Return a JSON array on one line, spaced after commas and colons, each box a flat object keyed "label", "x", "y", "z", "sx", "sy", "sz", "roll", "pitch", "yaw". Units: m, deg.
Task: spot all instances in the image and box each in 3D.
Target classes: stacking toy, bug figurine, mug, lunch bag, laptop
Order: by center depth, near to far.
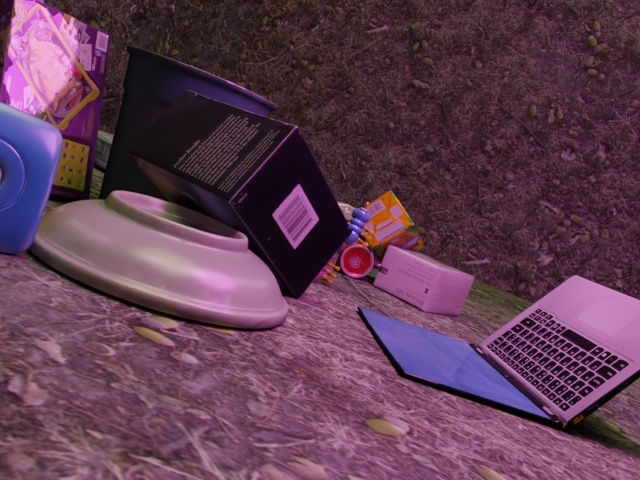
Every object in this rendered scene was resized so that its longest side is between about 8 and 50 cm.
[{"label": "stacking toy", "x": -0.484, "y": -0.095, "z": 0.856, "sx": 0.166, "sy": 0.175, "sz": 0.302, "roll": 20, "pitch": -6, "yaw": -42}, {"label": "laptop", "x": 0.324, "y": 0.134, "z": 1.128, "sx": 0.236, "sy": 0.408, "sz": 0.382, "roll": 54, "pitch": 0, "yaw": -11}, {"label": "bug figurine", "x": -0.027, "y": -0.026, "z": 1.436, "sx": 0.279, "sy": 0.216, "sz": 0.072, "roll": 23, "pitch": -6, "yaw": 2}, {"label": "mug", "x": 0.070, "y": 0.034, "z": 1.783, "sx": 0.150, "sy": 0.113, "sz": 0.169, "roll": 15, "pitch": 11, "yaw": -10}, {"label": "lunch bag", "x": -0.626, "y": -0.266, "z": 2.062, "sx": 0.224, "sy": 0.108, "sz": 0.279, "roll": 12, "pitch": 9, "yaw": -42}]

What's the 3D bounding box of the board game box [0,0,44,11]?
[{"label": "board game box", "x": -0.636, "y": -0.345, "z": 1.221, "sx": 0.078, "sy": 0.347, "sz": 0.233, "roll": 25, "pitch": 34, "yaw": 36}]

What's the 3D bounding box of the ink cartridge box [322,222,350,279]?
[{"label": "ink cartridge box", "x": 0.000, "y": 0.000, "z": 1.588, "sx": 0.086, "sy": 0.148, "sz": 0.203, "roll": 21, "pitch": 6, "yaw": -6}]

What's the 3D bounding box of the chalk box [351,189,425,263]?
[{"label": "chalk box", "x": 0.196, "y": -0.015, "z": 1.802, "sx": 0.132, "sy": 0.132, "sz": 0.213, "roll": 61, "pitch": 7, "yaw": 31}]

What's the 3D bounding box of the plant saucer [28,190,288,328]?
[{"label": "plant saucer", "x": -0.222, "y": 0.007, "z": 0.970, "sx": 0.400, "sy": 0.100, "sz": 0.400, "roll": 21, "pitch": 5, "yaw": -2}]

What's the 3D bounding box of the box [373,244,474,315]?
[{"label": "box", "x": 0.273, "y": 0.107, "z": 1.713, "sx": 0.181, "sy": 0.119, "sz": 0.182, "roll": 26, "pitch": 8, "yaw": 40}]

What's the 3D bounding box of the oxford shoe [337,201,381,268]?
[{"label": "oxford shoe", "x": 0.110, "y": -0.010, "z": 2.132, "sx": 0.449, "sy": 0.169, "sz": 0.130, "roll": 20, "pitch": 27, "yaw": -12}]

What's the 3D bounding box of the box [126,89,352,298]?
[{"label": "box", "x": -0.143, "y": -0.083, "z": 1.189, "sx": 0.294, "sy": 0.182, "sz": 0.296, "roll": 26, "pitch": -22, "yaw": 37}]

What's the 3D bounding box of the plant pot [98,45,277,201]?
[{"label": "plant pot", "x": -0.308, "y": -0.200, "z": 1.425, "sx": 0.341, "sy": 0.334, "sz": 0.341, "roll": 20, "pitch": 5, "yaw": -2}]

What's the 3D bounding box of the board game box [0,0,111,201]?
[{"label": "board game box", "x": -0.514, "y": -0.260, "z": 1.227, "sx": 0.056, "sy": 0.346, "sz": 0.208, "roll": 2, "pitch": -7, "yaw": 31}]
